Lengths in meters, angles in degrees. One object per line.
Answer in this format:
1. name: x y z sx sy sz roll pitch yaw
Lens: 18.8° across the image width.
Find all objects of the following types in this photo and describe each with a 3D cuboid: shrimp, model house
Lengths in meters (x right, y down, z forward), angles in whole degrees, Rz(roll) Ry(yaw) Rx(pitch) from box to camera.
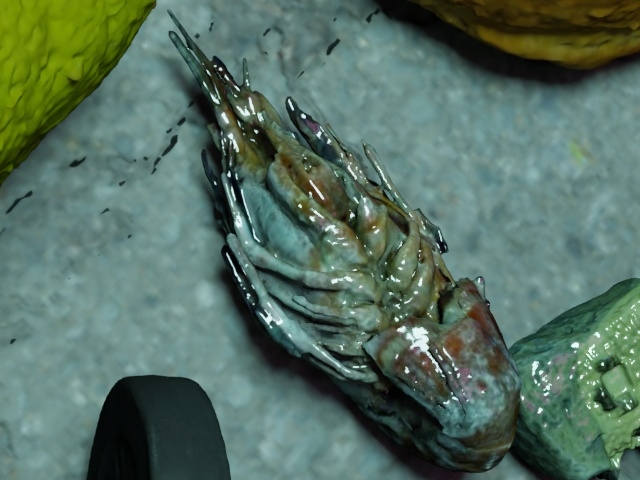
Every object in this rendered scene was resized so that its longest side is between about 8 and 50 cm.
1. shrimp: 0.000 0.000 0.793 0.090 0.079 0.233 -33 83 -27
2. model house: 0.120 0.069 0.817 0.083 0.066 0.078 -30 106 -19

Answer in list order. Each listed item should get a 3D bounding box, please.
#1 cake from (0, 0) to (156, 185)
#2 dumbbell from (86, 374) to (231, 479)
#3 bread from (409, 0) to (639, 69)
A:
1. cake: -0.189 -0.132 0.702 0.260 0.179 0.156 40 58 -6
2. dumbbell: -0.130 0.117 0.685 0.325 0.143 0.143 2 76 -17
3. bread: 0.124 -0.234 0.837 0.312 0.172 0.312 3 78 -16
